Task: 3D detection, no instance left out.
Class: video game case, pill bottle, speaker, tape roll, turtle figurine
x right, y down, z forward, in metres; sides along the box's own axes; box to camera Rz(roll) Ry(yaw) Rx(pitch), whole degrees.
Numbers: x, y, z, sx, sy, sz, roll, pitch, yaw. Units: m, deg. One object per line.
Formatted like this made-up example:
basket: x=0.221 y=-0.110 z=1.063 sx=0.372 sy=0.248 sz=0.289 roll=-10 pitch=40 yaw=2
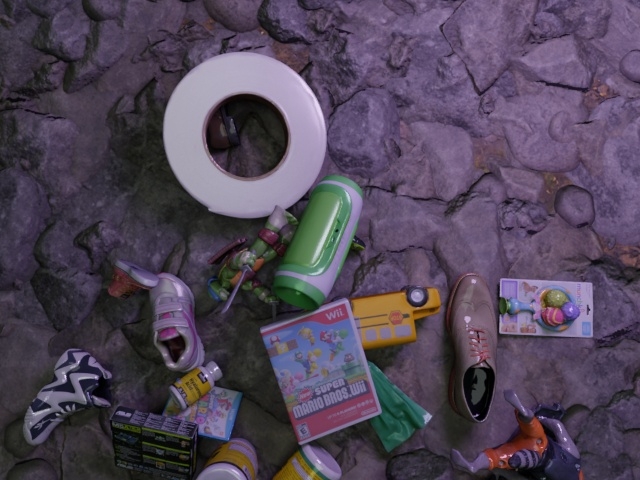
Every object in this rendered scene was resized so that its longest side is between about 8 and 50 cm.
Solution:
video game case: x=-0.280 y=0.400 z=1.107 sx=0.166 sy=0.015 sz=0.119 roll=12 pitch=46 yaw=1
pill bottle: x=-0.293 y=0.339 z=1.105 sx=0.116 sy=0.065 sz=0.065 roll=-33 pitch=84 yaw=-34
speaker: x=0.000 y=0.000 z=1.047 sx=0.131 sy=0.131 sz=0.297 roll=22 pitch=64 yaw=2
tape roll: x=-0.179 y=-0.246 z=1.128 sx=0.391 sy=0.072 sz=0.393 roll=-1 pitch=95 yaw=-12
video game case: x=0.005 y=0.293 z=1.040 sx=0.203 sy=0.025 sz=0.286 roll=-18 pitch=101 yaw=-7
turtle figurine: x=-0.122 y=0.073 z=1.088 sx=0.266 sy=0.274 sz=0.198 roll=-51 pitch=120 yaw=-9
pill bottle: x=-0.201 y=0.519 z=1.031 sx=0.119 sy=0.208 sz=0.119 roll=0 pitch=84 yaw=0
pill bottle: x=-0.059 y=0.576 z=1.071 sx=0.117 sy=0.117 sz=0.208 roll=41 pitch=86 yaw=4

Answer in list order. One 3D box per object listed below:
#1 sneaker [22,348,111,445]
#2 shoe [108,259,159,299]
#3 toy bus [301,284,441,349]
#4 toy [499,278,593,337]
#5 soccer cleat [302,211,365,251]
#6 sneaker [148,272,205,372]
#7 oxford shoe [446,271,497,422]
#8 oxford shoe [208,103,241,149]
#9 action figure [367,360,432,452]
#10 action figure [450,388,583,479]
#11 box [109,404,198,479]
sneaker: x=-0.579 y=0.391 z=1.102 sx=0.152 sy=0.094 sz=0.235 roll=23 pitch=74 yaw=11
shoe: x=-0.448 y=0.106 z=1.115 sx=0.177 sy=0.063 sz=0.081 roll=17 pitch=88 yaw=43
toy bus: x=0.116 y=0.188 z=1.114 sx=0.332 sy=0.108 sz=0.130 roll=-9 pitch=85 yaw=-1
toy: x=0.562 y=0.166 z=1.143 sx=0.237 sy=0.056 sz=0.137 roll=3 pitch=85 yaw=0
soccer cleat: x=0.041 y=-0.036 z=1.165 sx=0.178 sy=0.060 sz=0.072 roll=30 pitch=74 yaw=4
sneaker: x=-0.349 y=0.196 z=1.113 sx=0.102 sy=0.111 sz=0.253 roll=-21 pitch=84 yaw=-2
oxford shoe: x=0.371 y=0.248 z=1.096 sx=0.122 sy=0.130 sz=0.349 roll=-1 pitch=84 yaw=0
oxford shoe: x=-0.280 y=-0.340 z=1.184 sx=0.096 sy=0.083 sz=0.228 roll=-17 pitch=84 yaw=0
action figure: x=0.139 y=0.370 z=1.118 sx=0.137 sy=0.063 sz=0.232 roll=-40 pitch=89 yaw=-2
action figure: x=0.448 y=0.514 z=1.032 sx=0.330 sy=0.178 sz=0.342 roll=31 pitch=89 yaw=-23
box: x=-0.379 y=0.470 z=1.070 sx=0.190 sy=0.045 sz=0.184 roll=12 pitch=120 yaw=2
